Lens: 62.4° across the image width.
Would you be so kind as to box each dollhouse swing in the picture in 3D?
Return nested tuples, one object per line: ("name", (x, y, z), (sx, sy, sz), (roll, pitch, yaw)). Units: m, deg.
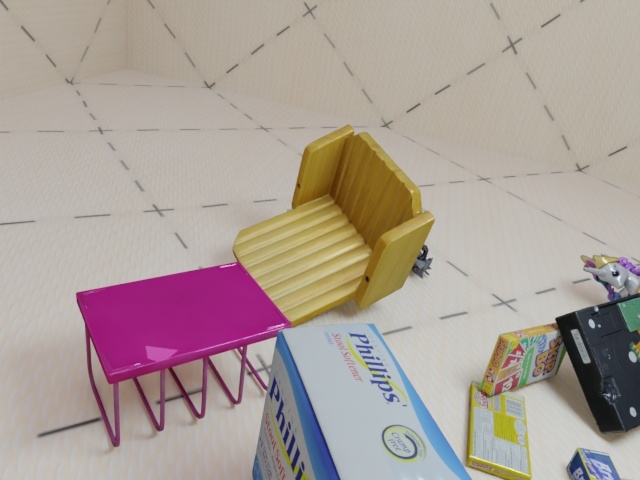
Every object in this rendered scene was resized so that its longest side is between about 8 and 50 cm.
("dollhouse swing", (-0.005, -0.035, 1.179), (0.305, 0.315, 0.347), (-13, 51, -27))

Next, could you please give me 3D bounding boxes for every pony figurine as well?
("pony figurine", (0.898, 0.127, 1.371), (0.351, 0.303, 0.363), (-18, 53, -29))

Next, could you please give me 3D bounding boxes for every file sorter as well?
("file sorter", (-0.234, 0.187, 0.900), (0.290, 0.182, 0.202), (-10, 35, -33))

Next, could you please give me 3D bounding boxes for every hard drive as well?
("hard drive", (0.654, 0.238, 1.106), (0.339, 0.064, 0.237), (-8, 73, -31))

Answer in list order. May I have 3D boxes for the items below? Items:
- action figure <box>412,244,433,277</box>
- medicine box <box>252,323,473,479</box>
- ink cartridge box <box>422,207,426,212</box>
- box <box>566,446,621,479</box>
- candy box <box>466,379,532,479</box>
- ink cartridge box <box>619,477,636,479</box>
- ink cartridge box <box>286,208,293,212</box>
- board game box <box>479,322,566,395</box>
("action figure", (0.207, 0.010, 1.407), (0.185, 0.099, 0.285), (34, 6, 40))
("medicine box", (0.026, 0.297, 0.665), (0.149, 0.289, 0.263), (-1, 29, -21))
("ink cartridge box", (0.208, -0.051, 1.565), (0.175, 0.127, 0.072), (19, 31, 17))
("box", (0.455, 0.419, 0.844), (0.059, 0.054, 0.169), (11, 27, 0))
("candy box", (0.324, 0.343, 0.968), (0.105, 0.027, 0.206), (14, 27, 12))
("ink cartridge box", (0.373, 0.411, 0.570), (0.117, 0.201, 0.278), (-4, -5, 37))
("ink cartridge box", (0.000, 0.000, 1.433), (0.154, 0.093, 0.212), (1, 32, -19))
("board game box", (0.433, 0.234, 1.078), (0.259, 0.124, 0.039), (-3, 25, -39))
